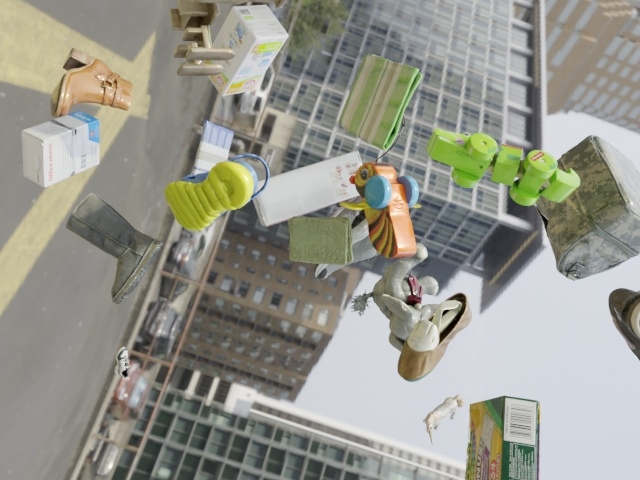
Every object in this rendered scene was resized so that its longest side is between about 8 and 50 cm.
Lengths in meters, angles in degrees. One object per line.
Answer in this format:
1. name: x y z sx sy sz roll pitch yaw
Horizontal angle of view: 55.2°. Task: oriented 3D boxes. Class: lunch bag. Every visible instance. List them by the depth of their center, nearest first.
1. lunch bag: 0.674 -0.076 1.544 0.256 0.213 0.305 -42 -146 35

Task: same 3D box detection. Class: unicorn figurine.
1. unicorn figurine: 0.300 0.445 1.548 0.162 0.060 0.111 -49 155 -20

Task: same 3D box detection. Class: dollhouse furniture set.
1. dollhouse furniture set: -0.189 -0.462 1.181 0.242 0.161 0.212 -18 -99 62

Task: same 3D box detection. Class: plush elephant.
1. plush elephant: 0.290 0.217 2.017 0.255 0.330 0.271 53 -13 42

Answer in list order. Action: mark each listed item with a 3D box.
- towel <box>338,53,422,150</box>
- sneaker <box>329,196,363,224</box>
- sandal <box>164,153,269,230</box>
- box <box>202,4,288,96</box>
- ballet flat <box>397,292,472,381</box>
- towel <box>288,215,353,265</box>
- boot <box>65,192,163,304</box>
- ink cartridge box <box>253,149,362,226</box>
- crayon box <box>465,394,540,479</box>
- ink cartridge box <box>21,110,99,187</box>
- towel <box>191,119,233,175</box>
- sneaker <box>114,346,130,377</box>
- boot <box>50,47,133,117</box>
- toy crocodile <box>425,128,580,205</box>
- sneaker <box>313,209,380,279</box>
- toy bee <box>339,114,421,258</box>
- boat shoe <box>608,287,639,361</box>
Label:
1. towel: 0.078 -0.189 0.831 0.113 0.023 0.152 -68 -152 15
2. sneaker: 0.116 -0.069 1.947 0.115 0.105 0.281 39 -82 40
3. sandal: -0.222 -0.109 1.346 0.317 0.126 0.138 -11 -161 43
4. box: -0.190 -0.466 1.511 0.114 0.103 0.203 -25 166 -44
5. ballet flat: 0.323 0.251 1.717 0.342 0.116 0.124 -34 132 -37
6. towel: 0.000 0.000 1.361 0.027 0.148 0.110 -27 117 -73
7. boot: -0.491 0.018 1.397 0.189 0.209 0.076 -60 -176 -14
8. ink cartridge box: -0.042 -0.148 1.801 0.272 0.310 0.130 -164 -124 -81
9. crayon box: 0.475 0.615 1.635 0.313 0.106 0.362 102 -3 -71
10. ink cartridge box: -0.718 -0.256 1.704 0.203 0.086 0.148 -42 153 -52
11. towel: -0.328 -0.194 1.772 0.209 0.034 0.284 -11 116 -78
12. sneaker: -0.477 0.297 1.492 0.032 0.037 0.083 -25 135 -51
13. boot: -0.716 -0.456 1.935 0.109 0.220 0.283 -36 -139 34
14. toy crocodile: 0.403 -0.170 1.355 0.115 0.341 0.105 100 12 -50
15. sneaker: 0.081 0.022 1.454 0.271 0.108 0.100 -42 -169 36
16. toy bee: 0.135 -0.106 1.326 0.162 0.195 0.298 -9 -116 58
17. boat shoe: 0.627 0.201 1.077 0.112 0.335 0.095 -43 -163 3
